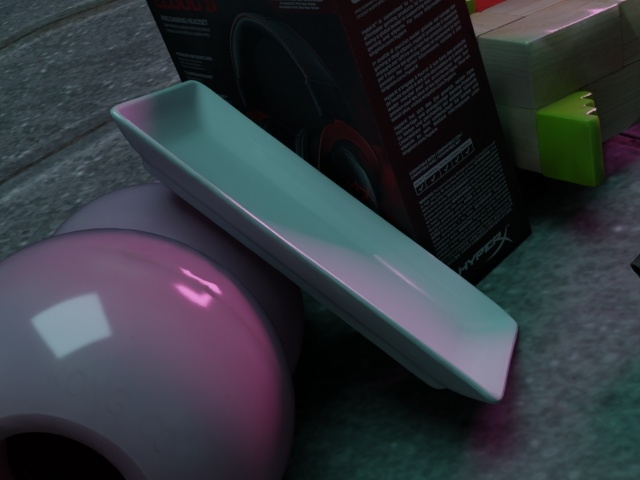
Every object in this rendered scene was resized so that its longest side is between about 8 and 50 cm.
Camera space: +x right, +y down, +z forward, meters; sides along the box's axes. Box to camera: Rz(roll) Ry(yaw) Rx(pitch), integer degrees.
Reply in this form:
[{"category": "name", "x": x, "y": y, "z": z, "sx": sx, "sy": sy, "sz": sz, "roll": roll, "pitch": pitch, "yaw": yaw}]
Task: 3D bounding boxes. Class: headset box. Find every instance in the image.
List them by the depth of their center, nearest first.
[{"category": "headset box", "x": 0.004, "y": -0.115, "z": 0.820, "sx": 0.110, "sy": 0.293, "sz": 0.218, "roll": -39, "pitch": 34, "yaw": -28}]

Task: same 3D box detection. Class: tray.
[{"category": "tray", "x": 0.000, "y": 0.000, "z": 0.697, "sx": 0.030, "sy": 0.270, "sz": 0.145, "roll": -54, "pitch": -3, "yaw": 19}]

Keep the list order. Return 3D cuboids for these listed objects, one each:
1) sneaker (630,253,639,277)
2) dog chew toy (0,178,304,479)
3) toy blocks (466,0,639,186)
[{"category": "sneaker", "x": 0.287, "y": 0.029, "z": 0.635, "sx": 0.118, "sy": 0.083, "sz": 0.222, "roll": -49, "pitch": 43, "yaw": -4}, {"category": "dog chew toy", "x": -0.103, "y": 0.059, "z": 0.715, "sx": 0.206, "sy": 0.207, "sz": 0.332, "roll": -13, "pitch": 23, "yaw": 16}, {"category": "toy blocks", "x": 0.161, "y": -0.169, "z": 0.957, "sx": 0.261, "sy": 0.191, "sz": 0.381, "roll": -26, "pitch": 27, "yaw": -30}]
